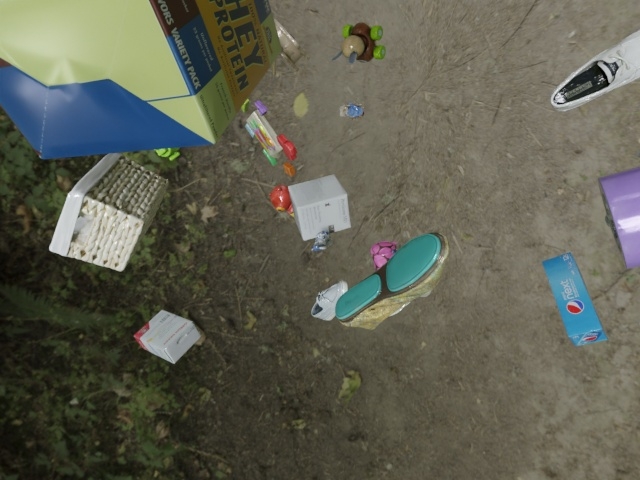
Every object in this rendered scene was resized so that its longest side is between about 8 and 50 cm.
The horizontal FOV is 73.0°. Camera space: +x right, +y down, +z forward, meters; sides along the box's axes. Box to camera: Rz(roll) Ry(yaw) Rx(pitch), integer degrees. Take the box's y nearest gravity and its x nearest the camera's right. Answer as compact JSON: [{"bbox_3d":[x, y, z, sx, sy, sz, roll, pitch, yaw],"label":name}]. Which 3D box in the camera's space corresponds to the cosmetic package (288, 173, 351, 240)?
[{"bbox_3d":[-0.004,-0.121,1.559,0.183,0.151,0.151,-16,130,-7],"label":"cosmetic package"}]

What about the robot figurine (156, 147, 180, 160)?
[{"bbox_3d":[-0.564,-0.350,1.596,0.067,0.115,0.101,-31,107,27],"label":"robot figurine"}]

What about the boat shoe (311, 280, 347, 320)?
[{"bbox_3d":[0.025,0.206,1.457,0.081,0.079,0.228,8,143,-16],"label":"boat shoe"}]

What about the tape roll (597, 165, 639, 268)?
[{"bbox_3d":[0.610,-0.044,0.840,0.080,0.189,0.189,-18,104,30],"label":"tape roll"}]

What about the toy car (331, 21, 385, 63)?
[{"bbox_3d":[0.131,-0.719,1.642,0.155,0.188,0.149,19,148,32],"label":"toy car"}]

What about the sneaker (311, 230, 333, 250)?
[{"bbox_3d":[0.000,0.000,1.467,0.052,0.135,0.058,-9,99,19],"label":"sneaker"}]

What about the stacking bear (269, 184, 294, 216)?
[{"bbox_3d":[-0.091,-0.161,1.964,0.288,0.175,0.164,21,75,-24],"label":"stacking bear"}]

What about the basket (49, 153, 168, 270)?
[{"bbox_3d":[-0.314,-0.045,0.665,0.103,0.167,0.113,26,116,-17],"label":"basket"}]

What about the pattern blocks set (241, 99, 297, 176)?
[{"bbox_3d":[-0.168,-0.319,1.320,0.026,0.325,0.285,-36,89,-10],"label":"pattern blocks set"}]

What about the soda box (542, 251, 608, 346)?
[{"bbox_3d":[0.604,0.138,1.035,0.071,0.210,0.067,-25,134,30],"label":"soda box"}]

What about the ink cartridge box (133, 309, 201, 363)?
[{"bbox_3d":[-0.499,0.311,1.413,0.175,0.127,0.072,10,132,37],"label":"ink cartridge box"}]

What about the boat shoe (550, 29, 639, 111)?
[{"bbox_3d":[0.651,-0.386,0.973,0.267,0.088,0.096,-26,91,38],"label":"boat shoe"}]

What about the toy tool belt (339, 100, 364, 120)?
[{"bbox_3d":[0.099,-0.374,1.247,0.083,0.051,0.052,0,82,-28],"label":"toy tool belt"}]

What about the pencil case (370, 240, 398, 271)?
[{"bbox_3d":[0.252,0.104,1.567,0.098,0.095,0.209,-30,124,-20],"label":"pencil case"}]

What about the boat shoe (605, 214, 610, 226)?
[{"bbox_3d":[0.710,-0.095,0.939,0.183,0.065,0.083,-32,136,29],"label":"boat shoe"}]

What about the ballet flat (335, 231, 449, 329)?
[{"bbox_3d":[0.169,0.099,0.927,0.123,0.123,0.348,43,131,-4],"label":"ballet flat"}]

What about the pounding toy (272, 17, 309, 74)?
[{"bbox_3d":[-0.170,-0.755,1.710,0.155,0.269,0.154,-43,78,14],"label":"pounding toy"}]

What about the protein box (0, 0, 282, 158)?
[{"bbox_3d":[-0.172,-0.195,0.416,0.199,0.201,0.136,0,134,18],"label":"protein box"}]
